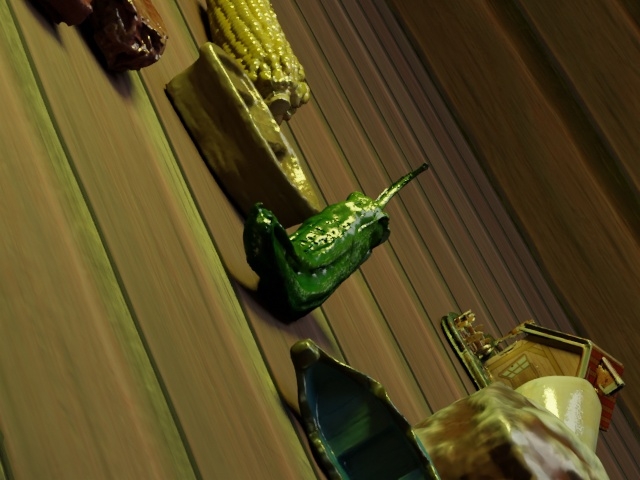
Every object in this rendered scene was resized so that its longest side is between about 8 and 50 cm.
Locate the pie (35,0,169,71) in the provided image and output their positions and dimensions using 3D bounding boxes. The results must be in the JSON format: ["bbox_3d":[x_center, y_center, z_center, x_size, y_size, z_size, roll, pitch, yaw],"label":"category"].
[{"bbox_3d":[-0.208,-0.233,1.621,0.219,0.054,0.204,44,16,-45],"label":"pie"}]

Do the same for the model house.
[{"bbox_3d":[0.292,0.160,2.492,0.207,0.154,0.294,62,12,21],"label":"model house"}]

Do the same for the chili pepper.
[{"bbox_3d":[0.000,0.000,1.706,0.065,0.122,0.279,33,26,16],"label":"chili pepper"}]

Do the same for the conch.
[{"bbox_3d":[0.240,0.251,2.140,0.255,0.127,0.158,-70,160,-51],"label":"conch"}]

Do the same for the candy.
[{"bbox_3d":[0.191,0.252,1.698,0.289,0.157,0.214,51,16,-30],"label":"candy"}]

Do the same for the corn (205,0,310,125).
[{"bbox_3d":[-0.073,-0.213,2.116,0.086,0.086,0.288,50,12,-36],"label":"corn"}]

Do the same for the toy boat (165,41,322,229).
[{"bbox_3d":[-0.068,-0.084,1.794,0.188,0.061,0.116,59,9,14],"label":"toy boat"}]

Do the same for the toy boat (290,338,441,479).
[{"bbox_3d":[0.034,0.155,1.476,0.185,0.075,0.077,59,1,31],"label":"toy boat"}]
